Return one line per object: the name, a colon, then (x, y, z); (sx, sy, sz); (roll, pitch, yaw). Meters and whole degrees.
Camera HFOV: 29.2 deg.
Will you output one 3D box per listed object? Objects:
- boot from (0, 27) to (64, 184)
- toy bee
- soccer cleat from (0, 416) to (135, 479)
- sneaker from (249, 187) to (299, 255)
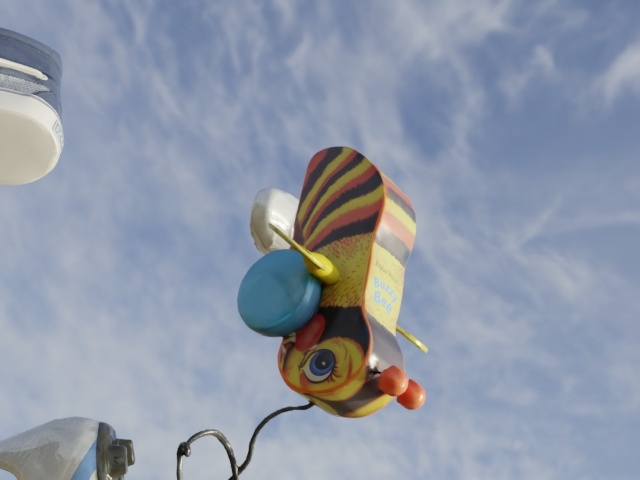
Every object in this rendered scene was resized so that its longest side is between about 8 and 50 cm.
boot: (-0.230, -0.082, 0.644); (0.190, 0.086, 0.069); (12, -53, -18)
toy bee: (0.024, 0.073, 0.950); (0.162, 0.298, 0.195); (6, -2, 39)
soccer cleat: (-0.225, 0.322, 1.072); (0.143, 0.331, 0.116); (-6, -7, -1)
sneaker: (0.000, 0.000, 1.599); (0.115, 0.090, 0.232); (1, -26, 37)
